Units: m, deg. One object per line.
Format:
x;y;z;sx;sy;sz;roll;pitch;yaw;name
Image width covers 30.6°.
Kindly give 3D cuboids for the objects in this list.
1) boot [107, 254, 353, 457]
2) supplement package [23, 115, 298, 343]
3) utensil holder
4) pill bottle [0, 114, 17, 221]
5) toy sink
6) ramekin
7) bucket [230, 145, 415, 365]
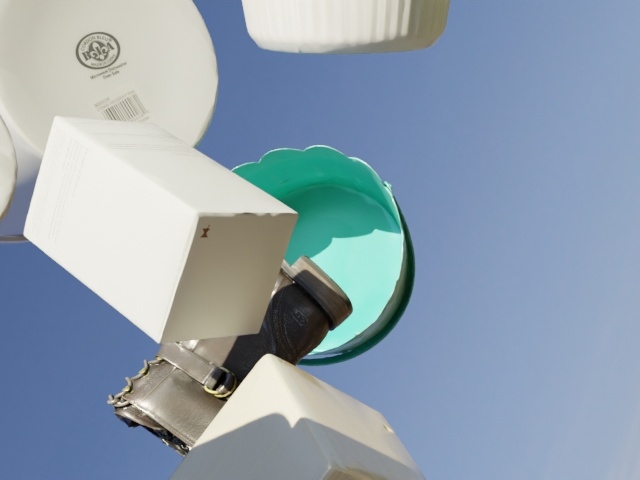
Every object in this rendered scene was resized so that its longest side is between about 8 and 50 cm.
-0.121;0.081;1.129;0.229;0.263;0.091;-48;-19;-19;boot
-0.124;-0.012;0.885;0.105;0.179;0.105;0;-65;-48;supplement package
-0.357;-0.185;1.529;0.328;0.385;0.327;8;-104;-33;utensil holder
-0.238;0.008;0.558;0.229;0.131;0.131;-35;4;44;pill bottle
-0.037;0.230;0.836;0.131;0.153;0.234;32;-81;-29;toy sink
0.030;-0.292;1.375;0.273;0.273;0.127;-23;-63;-57;ramekin
-0.012;0.026;1.507;0.281;0.281;0.183;-68;-15;-3;bucket
